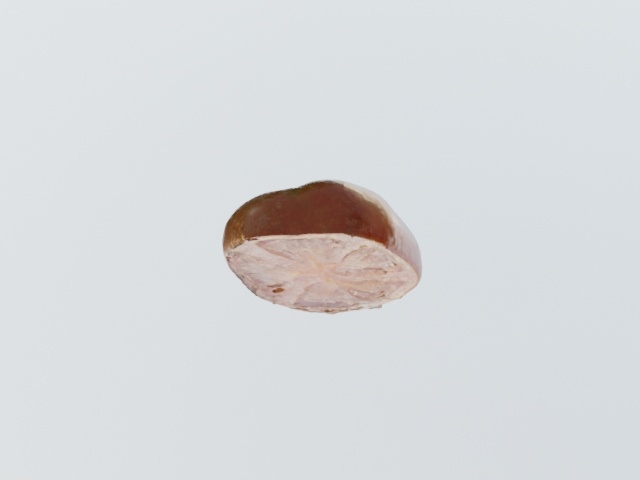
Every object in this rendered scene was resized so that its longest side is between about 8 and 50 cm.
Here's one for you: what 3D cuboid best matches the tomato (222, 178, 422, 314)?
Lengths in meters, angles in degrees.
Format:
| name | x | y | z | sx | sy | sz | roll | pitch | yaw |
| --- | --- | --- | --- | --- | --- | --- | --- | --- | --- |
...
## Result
| name | x | y | z | sx | sy | sz | roll | pitch | yaw |
| --- | --- | --- | --- | --- | --- | --- | --- | --- | --- |
| tomato | 0.000 | 0.000 | 1.492 | 0.237 | 0.236 | 0.095 | 1 | -116 | 3 |
